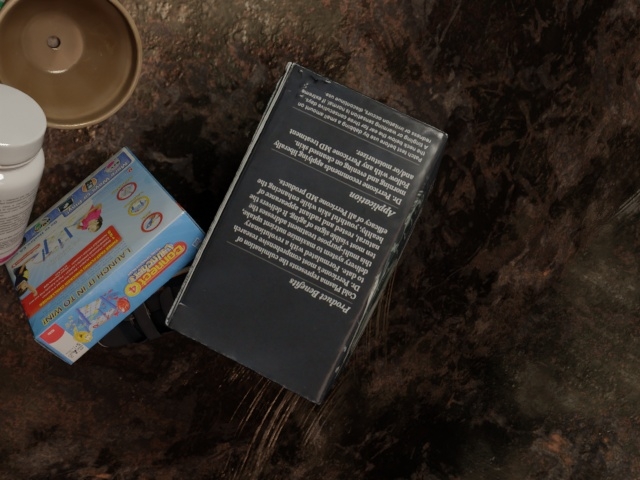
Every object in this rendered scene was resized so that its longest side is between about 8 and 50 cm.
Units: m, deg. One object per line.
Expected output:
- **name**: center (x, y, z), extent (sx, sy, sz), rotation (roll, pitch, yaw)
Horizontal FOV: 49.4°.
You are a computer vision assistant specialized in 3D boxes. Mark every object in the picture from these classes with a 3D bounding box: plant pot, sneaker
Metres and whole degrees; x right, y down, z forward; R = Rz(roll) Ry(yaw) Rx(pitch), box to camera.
- **plant pot**: center (-0.421, -0.310, 1.133), extent (0.237, 0.109, 0.238), rotation (-17, 125, -26)
- **sneaker**: center (-0.327, 0.135, 1.470), extent (0.321, 0.127, 0.126), rotation (-35, 134, -12)

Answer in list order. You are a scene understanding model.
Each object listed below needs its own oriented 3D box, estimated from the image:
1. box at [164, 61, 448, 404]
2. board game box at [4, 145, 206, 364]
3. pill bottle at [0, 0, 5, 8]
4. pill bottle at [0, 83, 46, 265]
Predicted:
- **box**: center (0.000, 0.000, 1.308), extent (0.472, 0.297, 0.480), rotation (-63, 172, 0)
- **board game box**: center (-0.388, 0.011, 1.224), extent (0.308, 0.302, 0.086), rotation (-41, 133, -7)
- **pill bottle**: center (-0.613, -0.253, 0.962), extent (0.204, 0.204, 0.361), rotation (28, 99, -43)
- **pill bottle**: center (-0.526, -0.095, 1.088), extent (0.160, 0.160, 0.283), rotation (0, 142, -36)
